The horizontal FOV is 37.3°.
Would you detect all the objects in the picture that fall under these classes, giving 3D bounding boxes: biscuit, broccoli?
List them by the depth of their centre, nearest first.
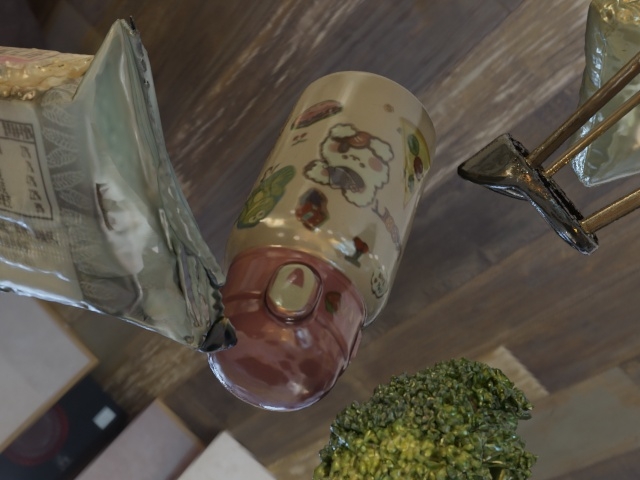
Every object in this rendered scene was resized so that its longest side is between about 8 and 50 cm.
[{"bbox_3d":[-0.191,-0.037,0.541,0.309,0.079,0.186,8,124,29],"label":"biscuit"},{"bbox_3d":[0.110,0.308,1.080,0.249,0.302,0.375,12,137,6],"label":"broccoli"}]

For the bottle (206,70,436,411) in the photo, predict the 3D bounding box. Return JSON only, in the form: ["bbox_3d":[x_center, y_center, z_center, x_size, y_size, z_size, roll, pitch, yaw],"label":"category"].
[{"bbox_3d":[0.000,0.000,0.651,0.120,0.253,0.120,11,137,11],"label":"bottle"}]

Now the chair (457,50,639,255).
[{"bbox_3d":[0.195,-0.069,0.558,0.221,0.104,0.095,-36,71,18],"label":"chair"}]

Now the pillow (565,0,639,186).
[{"bbox_3d":[0.416,-0.175,0.957,0.322,0.119,0.255,-13,144,-3],"label":"pillow"}]
